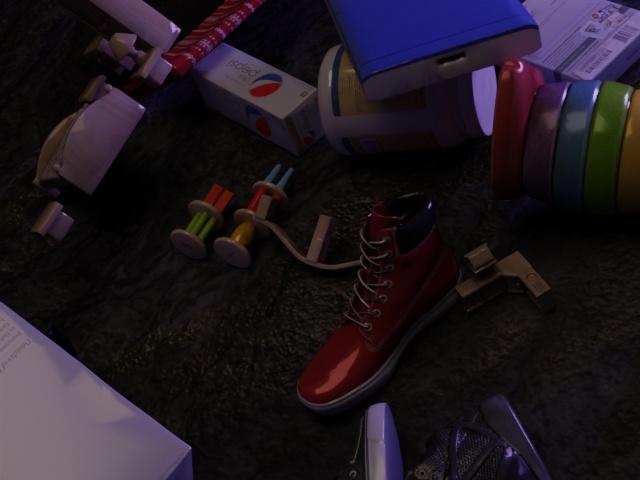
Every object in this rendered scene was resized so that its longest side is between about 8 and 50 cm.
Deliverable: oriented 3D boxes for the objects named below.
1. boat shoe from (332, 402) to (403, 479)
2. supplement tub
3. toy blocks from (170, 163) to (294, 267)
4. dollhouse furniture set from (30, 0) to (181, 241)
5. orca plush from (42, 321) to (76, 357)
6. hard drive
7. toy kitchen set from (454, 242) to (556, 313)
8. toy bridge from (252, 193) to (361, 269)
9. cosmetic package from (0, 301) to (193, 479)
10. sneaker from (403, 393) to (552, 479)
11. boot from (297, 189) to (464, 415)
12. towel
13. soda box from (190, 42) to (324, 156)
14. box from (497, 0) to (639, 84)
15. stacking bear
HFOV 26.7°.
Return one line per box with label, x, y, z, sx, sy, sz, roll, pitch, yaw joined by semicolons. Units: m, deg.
boat shoe;0.039;0.265;1.341;0.076;0.080;0.228;-9;52;14
supplement tub;0.111;-0.184;1.695;0.200;0.144;0.144;-3;47;21
toy blocks;-0.106;-0.042;1.717;0.123;0.054;0.148;10;53;31
dollhouse furniture set;-0.371;-0.187;1.845;0.355;0.174;0.303;-60;21;-14
orca plush;-0.370;0.236;1.562;0.287;0.102;0.151;-51;4;-31
hard drive;0.126;-0.283;1.663;0.210;0.040;0.318;-17;32;0
toy kitchen set;0.199;0.050;1.481;0.083;0.068;0.075;-30;43;-5
toy bridge;0.000;0.000;1.624;0.188;0.026;0.063;19;93;20
cosmetic package;-0.318;0.191;1.367;0.385;0.217;0.156;34;64;12
sneaker;0.163;0.254;1.286;0.130;0.087;0.227;-27;40;-1
boot;0.047;0.060;1.460;0.088;0.176;0.244;28;65;39
towel;-0.157;-0.307;1.950;0.275;0.031;0.199;-46;16;-23
soda box;-0.083;-0.195;1.842;0.069;0.074;0.216;-42;46;-19
box;0.324;-0.262;1.755;0.145;0.038;0.186;-43;47;-20
stacking bear;0.348;-0.105;1.508;0.289;0.175;0.164;9;95;17
